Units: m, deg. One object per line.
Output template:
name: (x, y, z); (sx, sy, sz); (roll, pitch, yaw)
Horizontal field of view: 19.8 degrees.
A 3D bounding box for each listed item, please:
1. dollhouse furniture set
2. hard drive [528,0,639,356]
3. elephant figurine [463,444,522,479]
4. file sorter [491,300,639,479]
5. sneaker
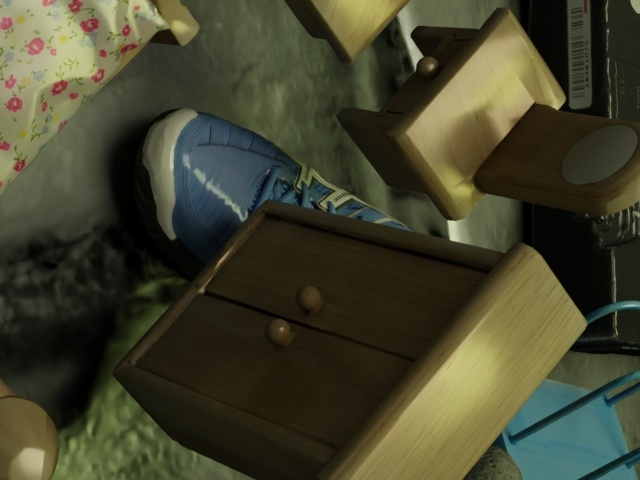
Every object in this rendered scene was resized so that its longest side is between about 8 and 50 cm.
dollhouse furniture set: (-0.066, -0.073, 0.643); (0.303, 0.174, 0.355); (-48, 121, -19)
hard drive: (0.248, -0.040, 1.162); (0.339, 0.064, 0.237); (7, 79, -48)
elephant figurine: (0.026, 0.174, 0.830); (0.169, 0.186, 0.239); (6, 63, -6)
file sorter: (0.173, 0.132, 0.970); (0.118, 0.104, 0.170); (16, 50, -43)
sneaker: (0.000, 0.000, 0.852); (0.211, 0.081, 0.080); (35, 61, -40)
